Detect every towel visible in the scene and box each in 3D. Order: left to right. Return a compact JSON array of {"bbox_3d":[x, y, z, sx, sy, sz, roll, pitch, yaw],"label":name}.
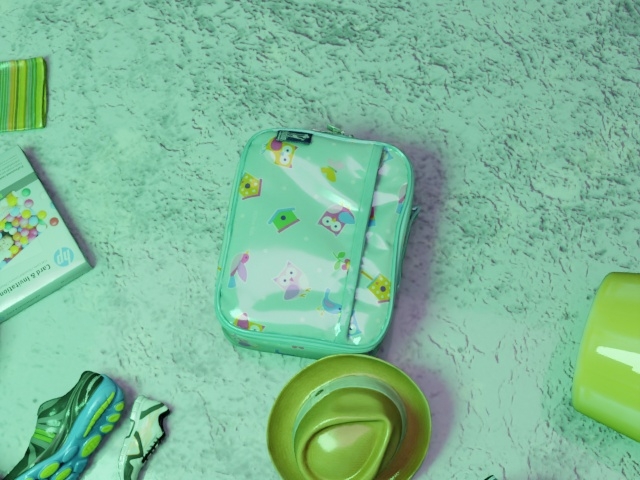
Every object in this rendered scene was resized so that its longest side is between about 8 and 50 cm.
[{"bbox_3d":[-0.478,-0.185,1.455,0.237,0.021,0.102,-5,72,2],"label":"towel"}]

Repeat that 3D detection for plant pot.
[{"bbox_3d":[0.412,0.138,1.202,0.239,0.254,0.254,15,74,24],"label":"plant pot"}]

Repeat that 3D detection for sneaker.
[{"bbox_3d":[-0.308,0.234,1.303,0.078,0.067,0.188,34,83,41],"label":"sneaker"},{"bbox_3d":[-0.208,0.237,1.301,0.044,0.040,0.109,11,74,5],"label":"sneaker"}]

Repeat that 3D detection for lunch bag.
[{"bbox_3d":[0.000,0.000,1.326,0.224,0.108,0.279,9,74,6],"label":"lunch bag"}]

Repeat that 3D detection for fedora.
[{"bbox_3d":[0.030,0.223,1.241,0.194,0.079,0.194,1,100,4],"label":"fedora"}]

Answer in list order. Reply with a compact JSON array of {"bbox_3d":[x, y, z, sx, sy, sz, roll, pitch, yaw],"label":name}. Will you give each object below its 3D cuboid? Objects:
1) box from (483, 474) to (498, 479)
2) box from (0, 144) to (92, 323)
[{"bbox_3d":[0.182,0.385,1.198,0.153,0.108,0.207,-33,74,-7],"label":"box"},{"bbox_3d":[-0.395,-0.006,1.388,0.145,0.038,0.186,-31,75,-6],"label":"box"}]
